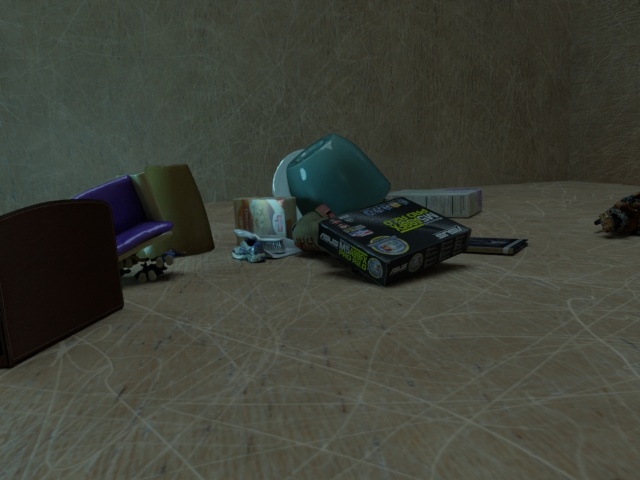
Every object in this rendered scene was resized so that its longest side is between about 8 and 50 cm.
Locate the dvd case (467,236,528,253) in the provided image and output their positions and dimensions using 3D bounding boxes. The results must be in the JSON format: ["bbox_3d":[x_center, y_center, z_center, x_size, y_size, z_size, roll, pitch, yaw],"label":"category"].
[{"bbox_3d":[0.411,0.011,1.475,0.221,0.018,0.164,2,9,32],"label":"dvd case"}]

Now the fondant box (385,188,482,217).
[{"bbox_3d":[0.451,-0.151,2.239,0.330,0.096,0.238,3,11,28],"label":"fondant box"}]

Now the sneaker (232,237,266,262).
[{"bbox_3d":[-0.186,0.020,1.474,0.052,0.058,0.135,-10,11,-39],"label":"sneaker"}]

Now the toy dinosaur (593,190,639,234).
[{"bbox_3d":[0.905,-0.090,1.596,0.218,0.164,0.322,-16,19,45],"label":"toy dinosaur"}]

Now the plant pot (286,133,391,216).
[{"bbox_3d":[0.034,-0.187,1.754,0.293,0.235,0.293,-33,17,11],"label":"plant pot"}]

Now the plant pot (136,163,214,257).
[{"bbox_3d":[-0.436,-0.093,1.646,0.237,0.254,0.237,-2,9,0],"label":"plant pot"}]

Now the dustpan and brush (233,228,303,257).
[{"bbox_3d":[-0.162,0.002,1.562,0.211,0.060,0.147,4,10,35],"label":"dustpan and brush"}]

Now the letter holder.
[{"bbox_3d":[-0.471,0.045,0.904,0.152,0.214,0.302,-1,9,11],"label":"letter holder"}]

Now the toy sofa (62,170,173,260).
[{"bbox_3d":[-0.512,-0.017,1.211,0.177,0.150,0.362,5,30,47],"label":"toy sofa"}]

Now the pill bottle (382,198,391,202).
[{"bbox_3d":[0.186,-0.074,1.762,0.117,0.117,0.215,-5,9,-16],"label":"pill bottle"}]

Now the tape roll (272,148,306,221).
[{"bbox_3d":[-0.032,-0.201,2.108,0.286,0.286,0.100,0,10,18],"label":"tape roll"}]

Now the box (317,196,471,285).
[{"bbox_3d":[0.163,-0.009,1.248,0.270,0.060,0.216,-18,34,-35],"label":"box"}]

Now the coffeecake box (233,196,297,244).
[{"bbox_3d":[-0.163,-0.057,1.681,0.185,0.142,0.068,2,11,30],"label":"coffeecake box"}]

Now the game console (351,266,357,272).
[{"bbox_3d":[0.131,0.033,1.245,0.122,0.107,0.071,-4,-31,-12],"label":"game console"}]

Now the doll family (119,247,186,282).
[{"bbox_3d":[-0.407,0.054,1.302,0.193,0.076,0.111,1,4,-5],"label":"doll family"}]

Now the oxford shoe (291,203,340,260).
[{"bbox_3d":[0.000,0.000,1.462,0.130,0.123,0.348,-27,13,-3],"label":"oxford shoe"}]
